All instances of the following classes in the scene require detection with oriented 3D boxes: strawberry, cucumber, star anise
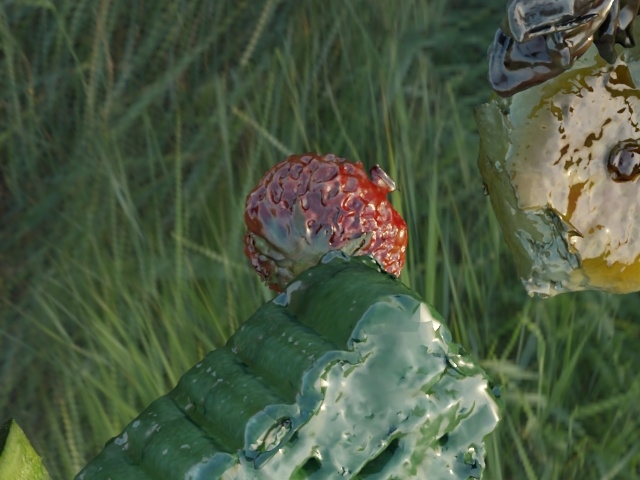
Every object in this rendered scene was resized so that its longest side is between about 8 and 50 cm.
[{"bbox_3d":[0.000,0.000,1.401,0.145,0.145,0.086,11,45,9],"label":"strawberry"},{"bbox_3d":[-0.268,0.217,1.410,0.062,0.211,0.078,-31,102,6],"label":"cucumber"},{"bbox_3d":[0.206,-0.224,1.325,0.129,0.212,0.283,22,46,39],"label":"star anise"}]

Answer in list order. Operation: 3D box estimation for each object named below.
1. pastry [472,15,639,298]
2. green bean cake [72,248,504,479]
[{"bbox_3d":[0.255,-0.075,1.505,0.236,0.121,0.257,-24,111,-14],"label":"pastry"},{"bbox_3d":[0.011,0.133,0.837,0.208,0.107,0.193,-43,110,-10],"label":"green bean cake"}]
